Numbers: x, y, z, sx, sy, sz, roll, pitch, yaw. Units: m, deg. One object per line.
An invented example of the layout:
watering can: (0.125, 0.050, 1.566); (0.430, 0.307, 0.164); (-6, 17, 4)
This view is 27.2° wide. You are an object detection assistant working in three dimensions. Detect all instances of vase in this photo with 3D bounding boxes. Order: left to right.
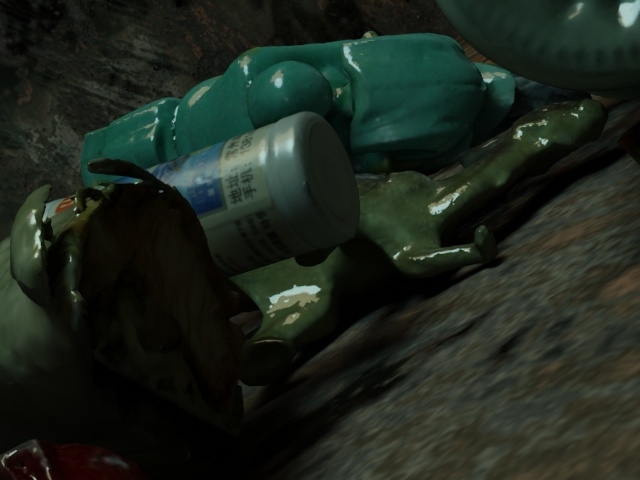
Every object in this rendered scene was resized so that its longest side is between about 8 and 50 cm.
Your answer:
vase: (0.121, -0.119, 0.530); (0.143, 0.143, 0.299); (-31, -1, 19)

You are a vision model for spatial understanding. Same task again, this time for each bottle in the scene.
bottle: (-0.090, 0.004, 0.579); (0.217, 0.060, 0.060); (-19, 11, 22)

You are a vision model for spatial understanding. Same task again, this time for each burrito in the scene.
burrito: (-0.122, 0.067, 0.529); (0.175, 0.107, 0.348); (-3, -21, -43)

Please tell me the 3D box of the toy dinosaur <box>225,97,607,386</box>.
toy dinosaur: (0.004, 0.007, 0.660); (0.294, 0.077, 0.162); (-15, 9, 23)

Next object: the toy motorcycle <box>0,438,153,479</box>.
toy motorcycle: (-0.116, 0.111, 0.397); (0.122, 0.082, 0.213); (-38, 9, -28)

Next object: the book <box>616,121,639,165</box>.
book: (0.230, -0.077, 0.282); (0.300, 0.039, 0.428); (-33, 5, 7)

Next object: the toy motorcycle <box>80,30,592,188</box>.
toy motorcycle: (-0.003, -0.059, 0.777); (0.296, 0.109, 0.198); (-10, -9, 32)
